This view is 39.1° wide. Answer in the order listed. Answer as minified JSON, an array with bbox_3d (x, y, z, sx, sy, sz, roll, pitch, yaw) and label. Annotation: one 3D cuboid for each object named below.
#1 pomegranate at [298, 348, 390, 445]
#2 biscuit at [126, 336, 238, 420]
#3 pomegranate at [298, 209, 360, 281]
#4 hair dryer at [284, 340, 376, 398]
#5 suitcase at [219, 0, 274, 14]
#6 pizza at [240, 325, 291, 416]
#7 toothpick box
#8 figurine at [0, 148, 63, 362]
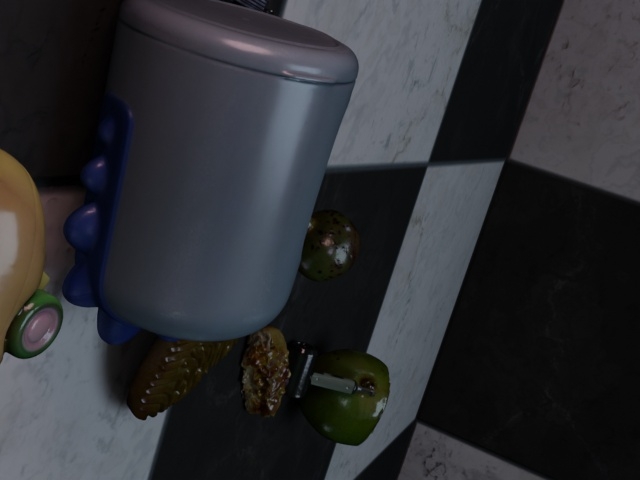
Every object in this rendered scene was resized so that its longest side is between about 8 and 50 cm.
[{"bbox_3d":[0.036,0.304,1.866,0.241,0.159,0.189,-100,-145,-73],"label":"pomegranate"},{"bbox_3d":[-0.137,0.110,1.188,0.318,0.040,0.318,-48,169,-12],"label":"biscuit"},{"bbox_3d":[0.006,0.005,1.495,0.130,0.130,0.130,-54,156,-37],"label":"pomegranate"},{"bbox_3d":[0.020,0.264,1.725,0.057,0.198,0.100,-133,-118,-71],"label":"hair dryer"},{"bbox_3d":[-0.091,-0.299,0.994,0.126,0.059,0.086,0,109,-70],"label":"suitcase"},{"bbox_3d":[-0.088,0.231,1.571,0.127,0.058,0.246,-46,149,-47],"label":"pizza"},{"bbox_3d":[-0.128,-0.053,0.913,0.263,0.263,0.354,-26,136,-63],"label":"toothpick box"},{"bbox_3d":[-0.324,0.067,0.662,0.324,0.124,0.222,-58,159,-19],"label":"figurine"}]
